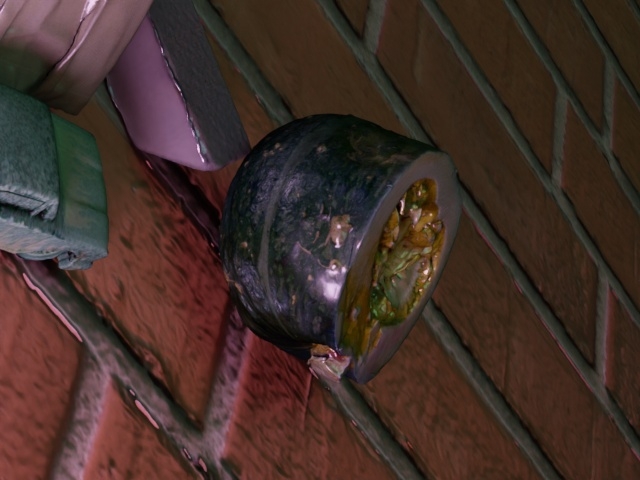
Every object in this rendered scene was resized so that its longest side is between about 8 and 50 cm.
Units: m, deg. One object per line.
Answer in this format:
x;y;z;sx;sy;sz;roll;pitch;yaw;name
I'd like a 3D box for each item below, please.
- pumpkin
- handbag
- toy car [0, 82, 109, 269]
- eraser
0.000;0.000;2.060;0.263;0.197;0.293;-62;158;-18;pumpkin
-0.247;-0.246;1.752;0.109;0.253;0.316;35;10;29;handbag
-0.283;-0.067;1.679;0.320;0.097;0.141;23;53;-56;toy car
-0.184;-0.229;2.015;0.352;0.077;0.111;68;23;-4;eraser
